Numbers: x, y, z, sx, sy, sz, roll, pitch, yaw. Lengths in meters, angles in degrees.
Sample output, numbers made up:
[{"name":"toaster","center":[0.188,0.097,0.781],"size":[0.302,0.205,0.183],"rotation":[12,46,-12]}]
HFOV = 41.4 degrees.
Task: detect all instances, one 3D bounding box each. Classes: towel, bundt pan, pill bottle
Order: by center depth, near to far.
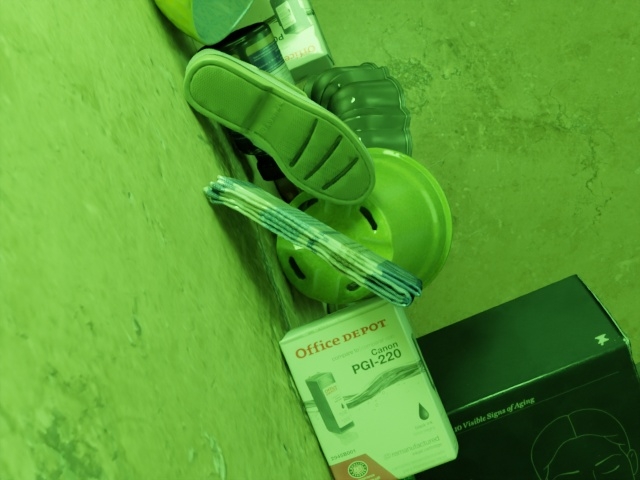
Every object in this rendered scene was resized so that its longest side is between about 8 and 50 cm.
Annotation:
[{"name":"towel","center":[0.000,0.000,1.071],"size":[0.285,0.034,0.209],"rotation":[29,5,6]},{"name":"pill bottle","center":[-0.091,-0.207,1.287],"size":[0.123,0.122,0.219],"rotation":[-93,160,-68]},{"name":"bundt pan","center":[0.032,-0.178,1.615],"size":[0.330,0.124,0.331],"rotation":[3,-87,62]}]

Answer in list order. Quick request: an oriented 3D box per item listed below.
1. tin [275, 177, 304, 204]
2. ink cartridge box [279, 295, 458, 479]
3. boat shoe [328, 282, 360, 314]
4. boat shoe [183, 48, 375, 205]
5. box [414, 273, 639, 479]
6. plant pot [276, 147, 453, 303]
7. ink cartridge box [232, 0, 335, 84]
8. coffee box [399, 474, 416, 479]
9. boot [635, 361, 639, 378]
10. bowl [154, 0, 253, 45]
[{"name":"tin","center":[-0.074,-0.151,1.580],"size":[0.106,0.040,0.190],"rotation":[48,20,-57]},{"name":"ink cartridge box","center":[0.062,0.192,1.080],"size":[0.092,0.158,0.218],"rotation":[-5,73,-82]},{"name":"boat shoe","center":[0.074,0.133,1.587],"size":[0.285,0.089,0.105],"rotation":[-89,156,-71]},{"name":"boat shoe","center":[-0.047,-0.165,1.167],"size":[0.302,0.113,0.103],"rotation":[36,20,-19]},{"name":"box","center":[0.416,0.405,1.738],"size":[0.297,0.479,0.472],"rotation":[-99,165,-65]},{"name":"plant pot","center":[0.055,-0.007,1.352],"size":[0.276,0.276,0.254],"rotation":[68,19,0]},{"name":"ink cartridge box","center":[-0.095,-0.436,1.719],"size":[0.100,0.171,0.237],"rotation":[15,53,-80]},{"name":"coffee box","center":[0.110,0.340,1.443],"size":[0.113,0.040,0.184],"rotation":[47,22,-69]},{"name":"boot","center":[0.671,0.285,1.632],"size":[0.223,0.118,0.338],"rotation":[58,6,-26]},{"name":"bowl","center":[-0.166,-0.427,1.133],"size":[0.156,0.290,0.289],"rotation":[26,4,7]}]
